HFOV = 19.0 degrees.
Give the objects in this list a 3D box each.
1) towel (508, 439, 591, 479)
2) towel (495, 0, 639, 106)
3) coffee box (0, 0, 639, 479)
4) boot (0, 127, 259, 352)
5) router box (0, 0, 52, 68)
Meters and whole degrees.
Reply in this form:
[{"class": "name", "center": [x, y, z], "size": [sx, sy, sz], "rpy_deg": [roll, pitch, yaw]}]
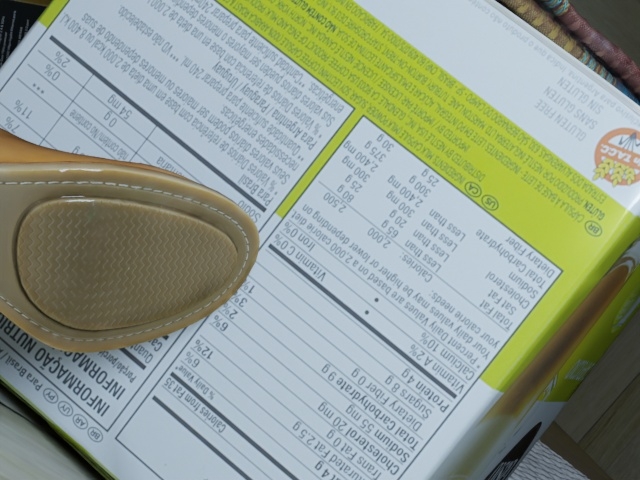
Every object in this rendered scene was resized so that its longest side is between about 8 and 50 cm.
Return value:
[{"class": "towel", "center": [0.134, 0.225, 1.543], "size": [0.235, 0.121, 0.283], "rpy_deg": [26, 7, -41]}, {"class": "towel", "center": [0.058, -0.193, 1.205], "size": [0.271, 0.040, 0.370], "rpy_deg": [33, 5, -43]}, {"class": "coffee box", "center": [0.000, 0.000, 1.176], "size": [0.338, 0.334, 0.337], "rpy_deg": [38, 4, 15]}, {"class": "boot", "center": [-0.191, -0.040, 0.995], "size": [0.283, 0.109, 0.220], "rpy_deg": [-3, 32, -25]}, {"class": "router box", "center": [-0.270, -0.177, 1.678], "size": [0.243, 0.081, 0.309], "rpy_deg": [9, 7, -5]}]
